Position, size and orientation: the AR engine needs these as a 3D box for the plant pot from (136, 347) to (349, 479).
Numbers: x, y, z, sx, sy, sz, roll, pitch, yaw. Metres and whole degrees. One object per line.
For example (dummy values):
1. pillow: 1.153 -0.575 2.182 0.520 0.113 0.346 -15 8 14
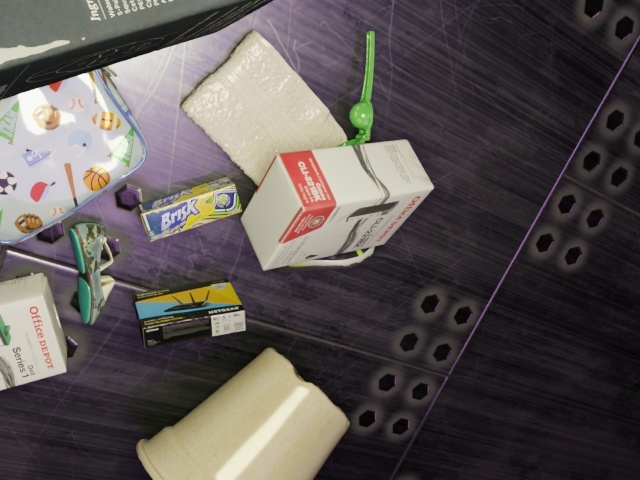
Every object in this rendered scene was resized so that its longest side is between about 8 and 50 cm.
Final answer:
1. plant pot: -0.121 0.387 1.315 0.305 0.334 0.334 -46 122 -12

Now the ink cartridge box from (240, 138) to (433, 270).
1. ink cartridge box: 0.028 -0.064 1.191 0.272 0.114 0.197 -12 155 -33

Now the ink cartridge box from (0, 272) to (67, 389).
1. ink cartridge box: -0.550 0.164 1.144 0.219 0.092 0.160 -15 117 -16

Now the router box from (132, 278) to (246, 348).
1. router box: -0.237 0.127 1.234 0.178 0.133 0.046 -8 115 -20

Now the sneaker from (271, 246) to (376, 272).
1. sneaker: 0.000 0.000 1.306 0.234 0.084 0.097 -8 114 -19

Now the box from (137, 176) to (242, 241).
1. box: -0.228 -0.056 1.201 0.168 0.059 0.054 -20 116 -14

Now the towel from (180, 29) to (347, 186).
1. towel: -0.086 -0.199 1.206 0.187 0.049 0.282 -46 121 0

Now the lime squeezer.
1. lime squeezer: 0.042 -0.209 1.212 0.110 0.059 0.310 33 86 -8

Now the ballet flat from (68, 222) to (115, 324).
1. ballet flat: -0.386 0.057 1.186 0.070 0.070 0.188 -7 118 -20

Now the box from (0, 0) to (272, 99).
1. box: -0.273 -0.338 0.852 0.395 0.293 0.212 -28 106 -29

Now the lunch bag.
1. lunch bag: -0.429 -0.158 1.045 0.303 0.115 0.243 -34 115 -7
